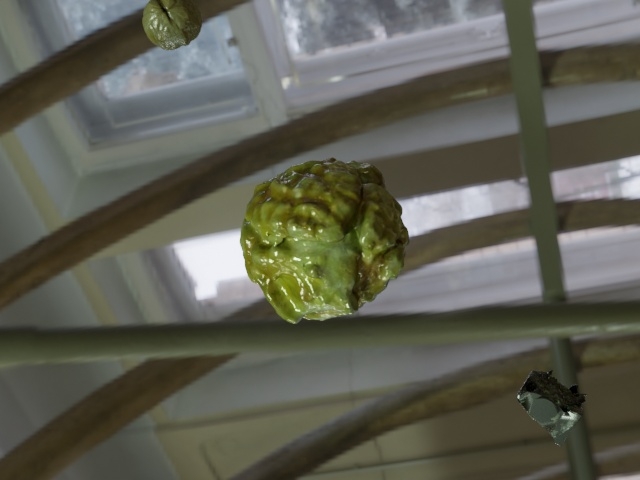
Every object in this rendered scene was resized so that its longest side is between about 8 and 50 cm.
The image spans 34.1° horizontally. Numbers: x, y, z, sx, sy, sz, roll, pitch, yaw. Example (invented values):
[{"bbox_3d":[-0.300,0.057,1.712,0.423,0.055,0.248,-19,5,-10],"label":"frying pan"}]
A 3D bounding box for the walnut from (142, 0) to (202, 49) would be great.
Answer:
[{"bbox_3d":[-0.211,-0.313,1.485,0.092,0.092,0.092,-10,-90,-79],"label":"walnut"}]

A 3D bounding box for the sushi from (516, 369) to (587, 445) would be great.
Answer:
[{"bbox_3d":[0.306,0.214,1.392,0.056,0.083,0.084,-64,-13,25],"label":"sushi"}]

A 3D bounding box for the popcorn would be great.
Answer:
[{"bbox_3d":[-0.008,0.002,1.839,0.279,0.335,0.274,37,-132,-44],"label":"popcorn"}]
